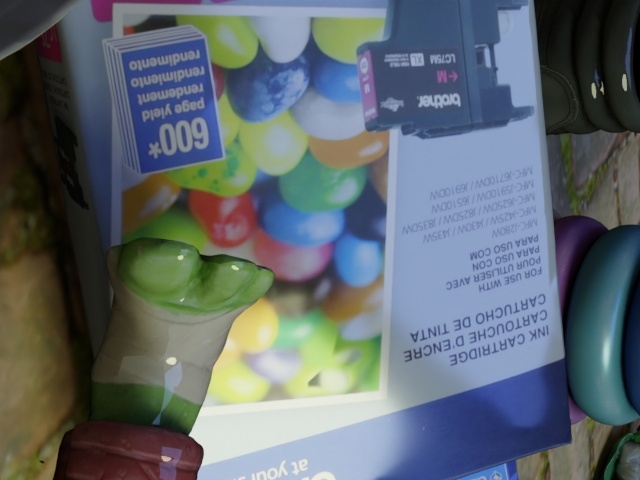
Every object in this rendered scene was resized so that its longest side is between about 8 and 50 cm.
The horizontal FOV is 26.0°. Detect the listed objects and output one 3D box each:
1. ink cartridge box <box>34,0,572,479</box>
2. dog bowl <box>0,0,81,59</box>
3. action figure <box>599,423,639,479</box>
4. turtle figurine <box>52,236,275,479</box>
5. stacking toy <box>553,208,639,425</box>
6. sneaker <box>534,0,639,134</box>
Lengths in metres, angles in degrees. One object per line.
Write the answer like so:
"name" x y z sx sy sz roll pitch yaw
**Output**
"ink cartridge box" 0.000 0.000 0.537 0.185 0.065 0.311 -13 108 -20
"dog bowl" -0.153 -0.205 0.309 0.348 0.102 0.349 -18 111 -56
"action figure" 0.238 0.239 1.086 0.137 0.063 0.232 54 49 -45
"turtle figurine" -0.102 0.123 0.377 0.274 0.197 0.266 21 75 -62
"stacking toy" 0.251 0.063 0.803 0.141 0.330 0.141 -20 114 -55
"sneaker" 0.173 -0.146 0.808 0.296 0.146 0.105 -53 136 -40
